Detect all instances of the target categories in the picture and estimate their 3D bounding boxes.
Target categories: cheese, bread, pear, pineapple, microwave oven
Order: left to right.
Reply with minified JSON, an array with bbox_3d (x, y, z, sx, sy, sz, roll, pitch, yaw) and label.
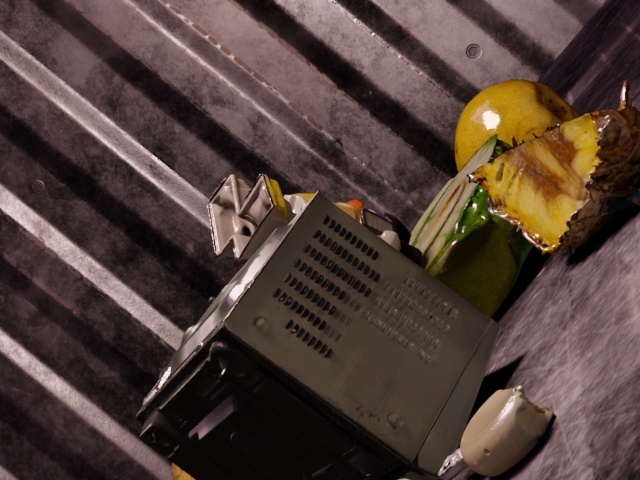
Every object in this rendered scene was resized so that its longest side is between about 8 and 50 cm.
[{"bbox_3d":[-0.013,0.186,1.559,0.247,0.333,0.394,-57,5,-32],"label":"microwave oven"},{"bbox_3d":[0.218,0.016,1.906,0.366,0.129,0.382,-58,5,19],"label":"bread"},{"bbox_3d":[0.168,0.190,1.239,0.092,0.047,0.171,-51,1,-22],"label":"cheese"},{"bbox_3d":[0.315,-0.156,2.053,0.209,0.209,0.209,-51,2,2],"label":"pear"},{"bbox_3d":[0.336,-0.074,1.563,0.161,0.158,0.334,-8,-15,-26],"label":"pineapple"}]

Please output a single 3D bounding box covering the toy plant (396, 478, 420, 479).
[{"bbox_3d":[0.009,0.315,1.121,0.235,0.175,0.218,-18,27,30],"label":"toy plant"}]

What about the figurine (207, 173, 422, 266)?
[{"bbox_3d":[-0.002,0.002,1.740,0.308,0.308,0.143,-63,-1,-82],"label":"figurine"}]

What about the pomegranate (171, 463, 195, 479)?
[{"bbox_3d":[-0.212,0.469,2.634,0.215,0.215,0.215,-51,2,2],"label":"pomegranate"}]
